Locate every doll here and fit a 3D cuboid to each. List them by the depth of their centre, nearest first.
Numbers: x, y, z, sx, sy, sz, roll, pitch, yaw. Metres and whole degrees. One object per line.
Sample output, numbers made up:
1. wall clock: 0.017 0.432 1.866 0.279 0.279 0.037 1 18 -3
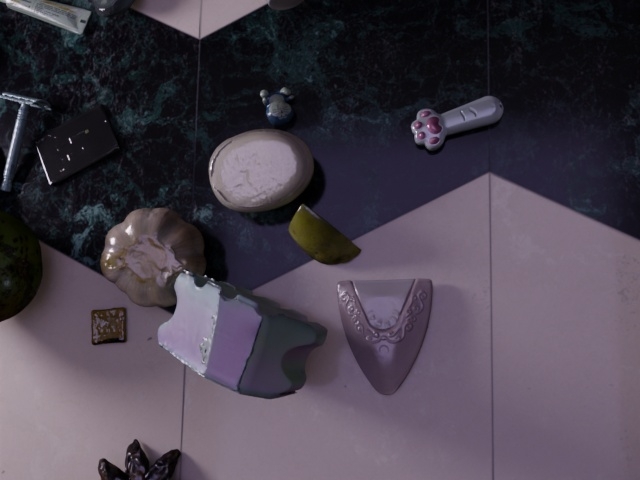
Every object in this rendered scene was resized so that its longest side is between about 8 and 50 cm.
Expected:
1. doll: -0.092 -0.301 1.691 0.076 0.050 0.083 -14 78 -11

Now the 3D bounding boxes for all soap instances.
1. soap: -0.140 0.181 1.425 0.261 0.446 0.156 24 85 12

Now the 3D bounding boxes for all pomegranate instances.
1. pomegranate: -0.798 0.053 1.643 0.341 0.285 0.285 3 82 10

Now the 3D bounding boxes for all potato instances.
1. potato: 0.000 0.000 1.594 0.149 0.120 0.081 36 88 13

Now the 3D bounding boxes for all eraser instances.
1. eraser: 0.137 0.200 1.572 0.204 0.059 0.243 -3 77 9

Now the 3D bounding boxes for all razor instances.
1. razor: -0.725 -0.231 1.786 0.106 0.068 0.232 16 93 21

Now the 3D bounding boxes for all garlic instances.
1. garlic: -0.359 0.034 1.634 0.228 0.152 0.227 0 83 1

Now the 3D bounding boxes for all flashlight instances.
1. flashlight: 0.297 -0.260 1.620 0.200 0.047 0.093 -17 79 7

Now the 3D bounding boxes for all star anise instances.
1. star anise: -0.387 0.551 1.590 0.236 0.109 0.223 12 88 9

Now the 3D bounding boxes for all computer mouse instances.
1. computer mouse: -0.475 -0.623 1.795 0.113 0.068 0.229 5 72 23

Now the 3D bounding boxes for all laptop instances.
1. laptop: -0.581 -0.230 1.780 0.197 0.016 0.135 -27 77 5

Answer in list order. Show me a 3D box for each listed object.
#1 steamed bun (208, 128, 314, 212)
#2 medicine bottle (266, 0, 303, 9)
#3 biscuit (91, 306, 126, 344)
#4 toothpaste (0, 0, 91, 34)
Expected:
1. steamed bun: -0.125 -0.152 1.632 0.228 0.131 0.177 -16 90 6
2. medicine bottle: -0.102 -0.641 1.698 0.135 0.135 0.215 -18 79 7
3. biscuit: -0.480 0.194 1.699 0.083 0.018 0.081 -7 81 8
4. toothpaste: -0.683 -0.567 1.836 0.255 0.037 0.067 18 80 8
